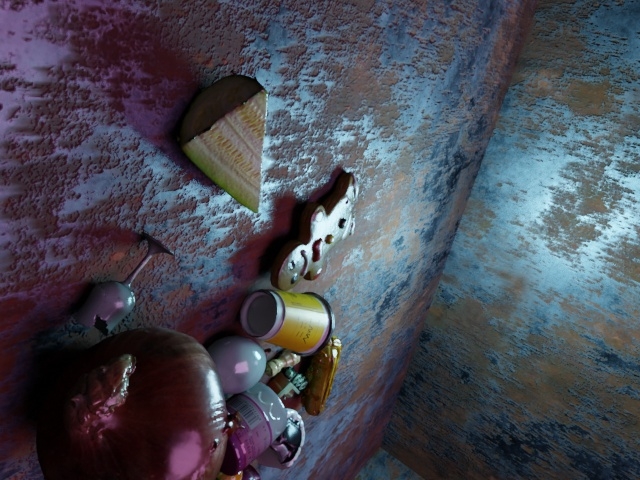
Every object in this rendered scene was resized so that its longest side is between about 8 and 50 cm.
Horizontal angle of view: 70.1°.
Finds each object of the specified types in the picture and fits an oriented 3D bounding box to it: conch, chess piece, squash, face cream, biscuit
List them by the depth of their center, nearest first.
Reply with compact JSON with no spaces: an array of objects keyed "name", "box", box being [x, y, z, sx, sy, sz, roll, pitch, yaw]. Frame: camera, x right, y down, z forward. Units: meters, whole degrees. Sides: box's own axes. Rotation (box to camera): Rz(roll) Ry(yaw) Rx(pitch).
[{"name":"squash","box":[-0.143,-0.198,0.937,0.203,0.111,0.289,-31,149,11]},{"name":"conch","box":[-0.230,0.349,1.236,0.185,0.121,0.221,-42,142,11]},{"name":"face cream","box":[-0.214,0.515,1.263,0.195,0.175,0.175,-24,133,-45]},{"name":"biscuit","box":[0.001,0.000,1.350,0.432,0.064,0.283,-46,148,-42]},{"name":"chess piece","box":[-0.131,0.409,1.524,0.122,0.066,0.066,-24,133,-43]}]

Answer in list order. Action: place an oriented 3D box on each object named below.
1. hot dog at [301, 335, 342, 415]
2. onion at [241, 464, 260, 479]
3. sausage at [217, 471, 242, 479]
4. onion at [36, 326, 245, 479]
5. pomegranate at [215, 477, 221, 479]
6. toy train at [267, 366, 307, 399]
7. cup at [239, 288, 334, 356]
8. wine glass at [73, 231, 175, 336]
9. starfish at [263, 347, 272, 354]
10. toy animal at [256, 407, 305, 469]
[{"name":"hot dog","box":[-0.006,0.515,1.759,0.158,0.117,0.348,-55,160,-58]},{"name":"onion","box":[-0.298,0.811,1.454,0.200,0.201,0.207,1,108,-59]},{"name":"sausage","box":[-0.340,0.761,1.347,0.312,0.093,0.093,-43,150,-2]},{"name":"onion","box":[-0.324,0.335,0.841,0.353,0.354,0.353,-39,143,-37]},{"name":"pomegranate","box":[-0.347,0.686,1.186,0.216,0.310,0.358,28,70,-79]},{"name":"toy train","box":[-0.115,0.516,1.633,0.118,0.074,0.176,-43,152,-15]},{"name":"cup","box":[-0.093,0.231,1.323,0.280,0.196,0.196,26,91,-54]},{"name":"wine glass","box":[-0.364,0.081,0.848,0.195,0.079,0.079,-56,151,-16]},{"name":"starfish","box":[-0.230,0.401,1.358,0.238,0.057,0.213,-5,110,-58]},{"name":"toy animal","box":[-0.165,0.643,1.529,0.156,0.204,0.208,-56,129,-47]}]
